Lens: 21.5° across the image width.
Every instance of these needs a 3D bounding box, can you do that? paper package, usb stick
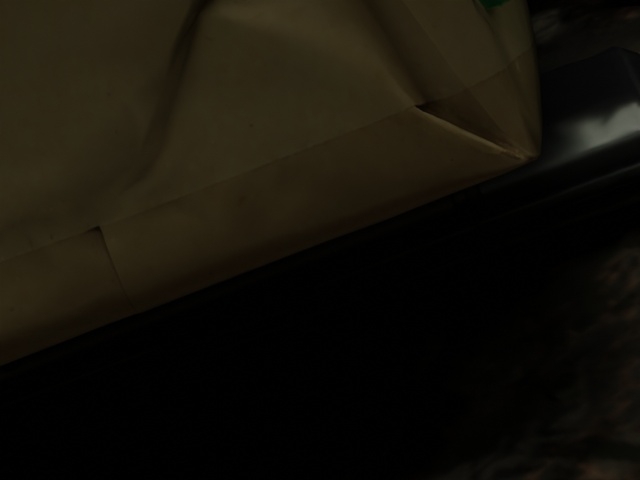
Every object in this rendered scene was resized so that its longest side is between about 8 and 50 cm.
[{"bbox_3d":[-0.086,-0.083,0.611,0.309,0.168,0.325,-21,10,10],"label":"paper package"},{"bbox_3d":[0.000,0.000,0.623,0.278,0.045,0.077,-21,31,9],"label":"usb stick"}]

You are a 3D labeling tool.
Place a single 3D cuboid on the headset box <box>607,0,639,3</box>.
[{"bbox_3d":[0.167,-0.132,0.721,0.083,0.032,0.062,3,40,40],"label":"headset box"}]
